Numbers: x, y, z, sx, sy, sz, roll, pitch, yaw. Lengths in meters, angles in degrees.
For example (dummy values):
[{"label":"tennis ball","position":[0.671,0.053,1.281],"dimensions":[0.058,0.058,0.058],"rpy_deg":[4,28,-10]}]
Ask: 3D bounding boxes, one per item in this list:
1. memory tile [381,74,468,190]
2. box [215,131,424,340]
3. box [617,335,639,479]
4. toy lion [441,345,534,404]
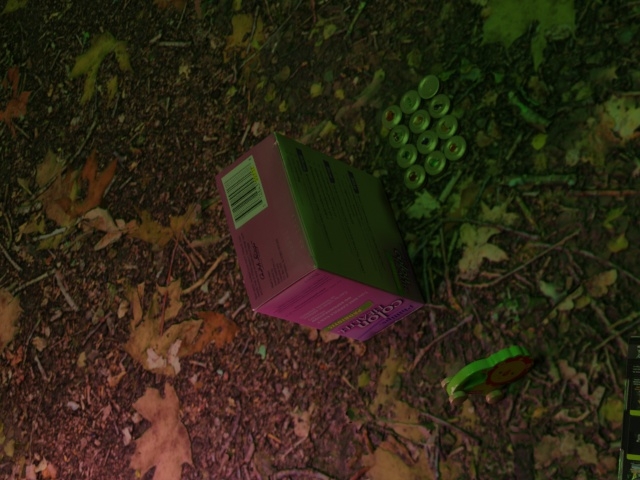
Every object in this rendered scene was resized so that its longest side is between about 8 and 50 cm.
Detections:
[{"label":"memory tile","position":[0.146,-0.154,1.640],"dimensions":[0.113,0.012,0.148],"rpy_deg":[-35,57,27]},{"label":"box","position":[0.000,0.000,1.561],"dimensions":[0.117,0.243,0.214],"rpy_deg":[-35,58,28]},{"label":"box","position":[0.457,0.215,1.234],"dimensions":[0.270,0.060,0.216],"rpy_deg":[-3,76,40]},{"label":"toy lion","position":[0.214,0.164,1.432],"dimensions":[0.096,0.100,0.034],"rpy_deg":[-56,45,38]}]
